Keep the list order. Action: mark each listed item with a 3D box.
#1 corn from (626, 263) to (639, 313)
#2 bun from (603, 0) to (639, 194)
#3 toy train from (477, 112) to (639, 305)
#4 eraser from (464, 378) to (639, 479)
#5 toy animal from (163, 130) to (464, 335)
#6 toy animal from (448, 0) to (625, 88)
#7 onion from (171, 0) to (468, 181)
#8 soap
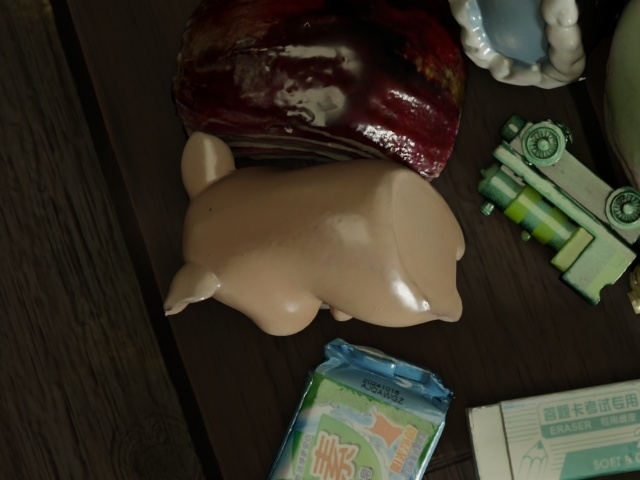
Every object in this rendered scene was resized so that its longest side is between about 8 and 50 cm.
[{"bbox_3d":[0.455,0.019,1.736,0.288,0.086,0.086,-19,89,0],"label":"corn"},{"bbox_3d":[0.384,-0.135,1.691,0.293,0.187,0.293,6,78,-29],"label":"bun"},{"bbox_3d":[0.252,-0.038,1.744,0.200,0.083,0.132,39,99,6],"label":"toy train"},{"bbox_3d":[0.269,0.203,1.745,0.225,0.052,0.095,-9,83,-1],"label":"eraser"},{"bbox_3d":[-0.003,0.001,1.685,0.256,0.213,0.195,-8,62,18],"label":"toy animal"},{"bbox_3d":[0.214,-0.275,1.675,0.204,0.156,0.208,16,76,38],"label":"toy animal"},{"bbox_3d":[-0.003,-0.209,1.723,0.314,0.146,0.280,7,86,6],"label":"onion"},{"bbox_3d":[0.021,0.254,1.747,0.156,0.077,0.293,22,90,2],"label":"soap"}]
